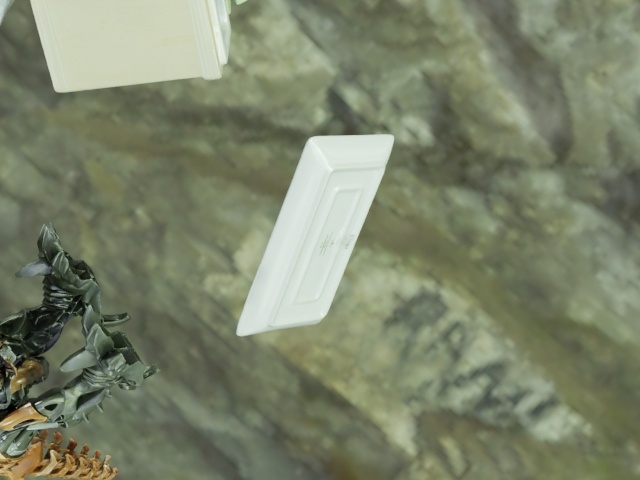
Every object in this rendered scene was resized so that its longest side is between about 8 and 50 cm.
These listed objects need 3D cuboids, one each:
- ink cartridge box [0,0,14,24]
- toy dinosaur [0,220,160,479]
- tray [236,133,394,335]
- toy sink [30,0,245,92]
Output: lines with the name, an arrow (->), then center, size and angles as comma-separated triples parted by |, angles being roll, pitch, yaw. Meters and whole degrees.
ink cartridge box -> -0.492, -0.370, 1.632 | 0.385, 0.091, 0.308 | 32, 26, -16
toy dinosaur -> -0.264, 0.112, 1.247 | 0.164, 0.218, 0.322 | 52, 1, 21
tray -> 0.000, 0.000, 1.784 | 0.145, 0.270, 0.030 | -7, 37, -46
toy sink -> -0.158, -0.245, 1.540 | 0.153, 0.234, 0.131 | -91, 173, -54
